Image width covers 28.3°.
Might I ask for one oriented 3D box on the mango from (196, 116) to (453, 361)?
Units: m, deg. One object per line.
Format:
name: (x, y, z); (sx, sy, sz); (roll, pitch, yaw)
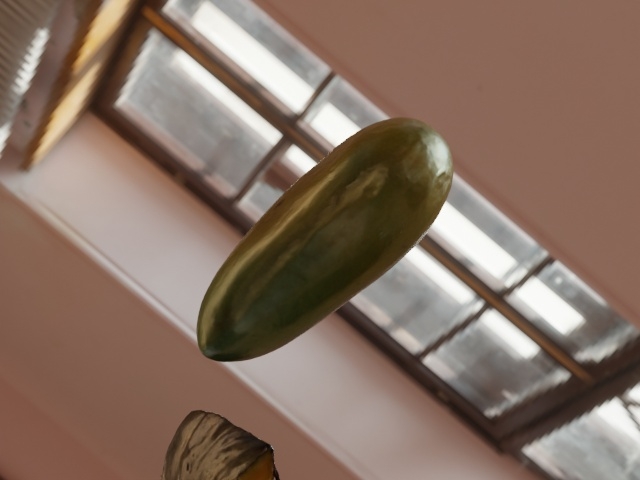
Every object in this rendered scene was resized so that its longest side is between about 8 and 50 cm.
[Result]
mango: (0.000, -0.002, 0.950); (0.237, 0.091, 0.137); (-38, -169, -1)

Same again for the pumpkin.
pumpkin: (-0.069, 0.305, 1.040); (0.139, 0.190, 0.280); (7, -111, 55)
